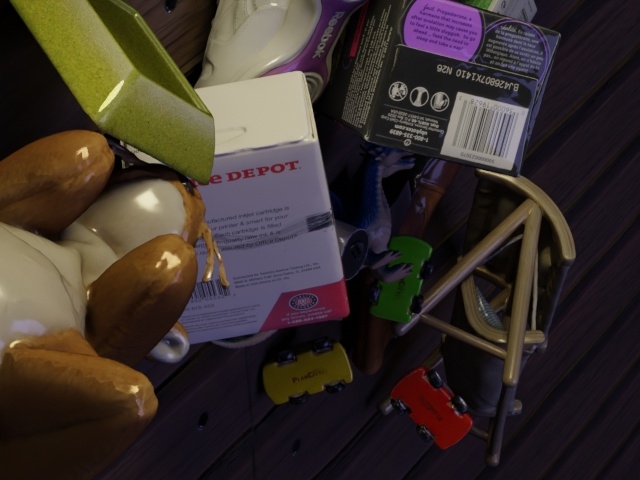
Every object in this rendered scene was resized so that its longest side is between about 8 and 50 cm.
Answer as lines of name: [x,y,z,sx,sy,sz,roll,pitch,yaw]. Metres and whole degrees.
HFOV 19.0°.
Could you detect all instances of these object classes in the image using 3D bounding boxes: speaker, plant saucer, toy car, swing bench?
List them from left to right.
plant saucer: [-0.161,-0.145,1.507,0.045,0.188,0.188,-40,155,11]
speaker: [-0.021,-0.007,1.912,0.055,0.136,0.055,-42,143,-43]
toy car: [0.072,0.096,2.085,0.053,0.239,0.225,-91,-163,-75]
swing bench: [0.199,0.088,2.272,0.255,0.165,0.253,-60,167,-25]

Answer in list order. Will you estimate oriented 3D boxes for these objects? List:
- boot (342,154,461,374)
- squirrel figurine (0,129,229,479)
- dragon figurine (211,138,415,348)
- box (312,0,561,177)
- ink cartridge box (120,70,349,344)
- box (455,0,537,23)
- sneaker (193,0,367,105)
boot: [0.116,-0.015,2.212,0.280,0.096,0.264,84,30,-48]
squirrel figurine: [-0.251,0.083,1.476,0.397,0.281,0.370,-52,177,22]
dragon figurine: [0.000,0.000,2.000,0.289,0.144,0.085,-34,153,9]
box: [0.091,-0.166,1.829,0.165,0.270,0.143,13,99,-18]
ink cartridge box: [-0.076,-0.027,1.741,0.237,0.172,0.100,79,2,-46]
box: [0.178,-0.259,2.158,0.101,0.087,0.102,-60,151,-17]
sneaker: [-0.044,-0.215,1.756,0.114,0.152,0.305,3,130,-51]
